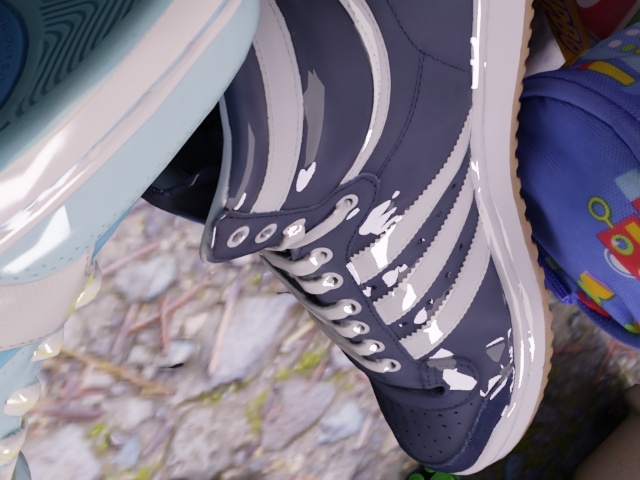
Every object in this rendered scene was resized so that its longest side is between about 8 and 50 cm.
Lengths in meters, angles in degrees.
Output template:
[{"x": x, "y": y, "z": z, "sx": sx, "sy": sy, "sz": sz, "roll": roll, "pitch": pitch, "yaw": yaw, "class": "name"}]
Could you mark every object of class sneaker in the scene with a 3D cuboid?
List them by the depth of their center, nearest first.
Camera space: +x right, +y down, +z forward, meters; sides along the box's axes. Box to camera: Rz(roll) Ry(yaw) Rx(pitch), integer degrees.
[{"x": -0.114, "y": 0.038, "z": 0.455, "sx": 0.319, "sy": 0.127, "sz": 0.208, "roll": -40, "pitch": 140, "yaw": 4, "class": "sneaker"}, {"x": 0.000, "y": 0.000, "z": 0.547, "sx": 0.153, "sy": 0.099, "sz": 0.282, "roll": -30, "pitch": 132, "yaw": -30, "class": "sneaker"}]

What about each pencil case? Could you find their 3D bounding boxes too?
[{"x": 0.210, "y": -0.063, "z": 0.632, "sx": 0.306, "sy": 0.119, "sz": 0.133, "roll": -27, "pitch": 158, "yaw": -27, "class": "pencil case"}]

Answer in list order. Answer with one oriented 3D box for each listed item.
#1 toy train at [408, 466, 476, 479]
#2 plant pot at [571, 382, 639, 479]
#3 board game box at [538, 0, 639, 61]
[{"x": 0.078, "y": 0.106, "z": 0.775, "sx": 0.083, "sy": 0.023, "sz": 0.017, "roll": -48, "pitch": 142, "yaw": 0, "class": "toy train"}, {"x": 0.149, "y": 0.299, "z": 0.809, "sx": 0.305, "sy": 0.334, "sz": 0.334, "roll": -36, "pitch": 142, "yaw": 2, "class": "plant pot"}, {"x": 0.166, "y": -0.108, "z": 0.676, "sx": 0.124, "sy": 0.039, "sz": 0.259, "roll": -45, "pitch": 145, "yaw": -5, "class": "board game box"}]
